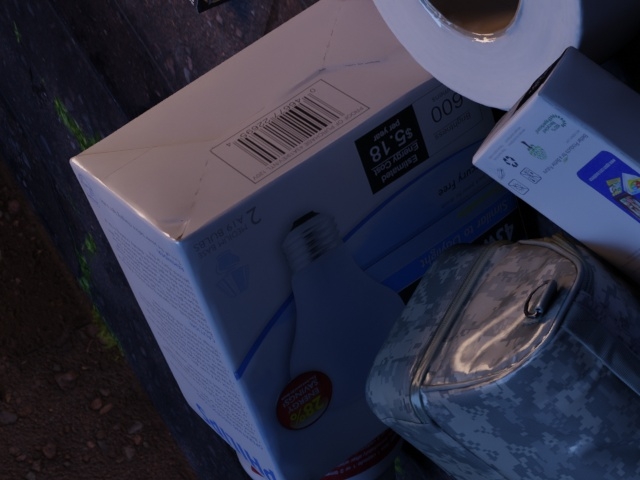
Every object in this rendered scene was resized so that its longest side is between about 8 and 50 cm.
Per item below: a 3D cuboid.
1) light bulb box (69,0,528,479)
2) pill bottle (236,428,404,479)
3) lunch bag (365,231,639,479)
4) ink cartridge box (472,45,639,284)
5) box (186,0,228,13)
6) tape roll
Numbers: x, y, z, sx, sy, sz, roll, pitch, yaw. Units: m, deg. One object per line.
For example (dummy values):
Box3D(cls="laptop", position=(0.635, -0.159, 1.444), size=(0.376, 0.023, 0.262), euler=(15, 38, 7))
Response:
Box3D(cls="light bulb box", position=(0.000, 0.000, 1.802), size=(0.225, 0.358, 0.361), euler=(37, 156, 48))
Box3D(cls="pill bottle", position=(-0.013, 0.176, 2.250), size=(0.229, 0.229, 0.407), euler=(38, 147, 47))
Box3D(cls="lunch bag", position=(0.238, 0.143, 1.596), size=(0.305, 0.212, 0.256), euler=(41, 161, -21))
Box3D(cls="ink cartridge box", position=(0.295, -0.015, 1.469), size=(0.333, 0.065, 0.165), euler=(37, 157, -2))
Box3D(cls="box", position=(-0.196, -0.443, 2.172), size=(0.270, 0.060, 0.216), euler=(51, 156, 28))
Box3D(cls="tape roll", position=(0.149, -0.256, 1.518), size=(0.286, 0.100, 0.286), euler=(37, 146, 31))
